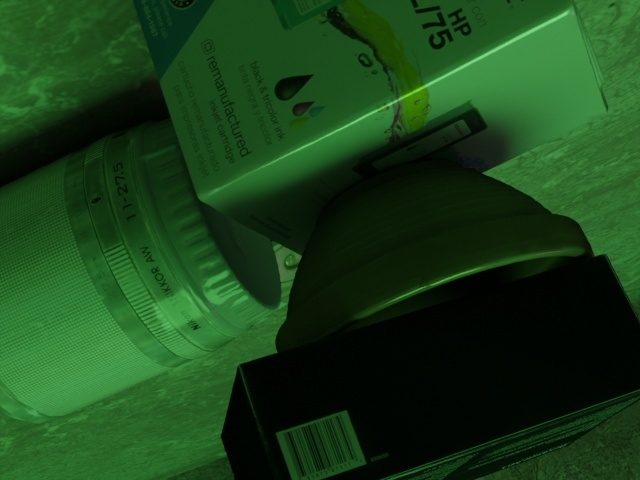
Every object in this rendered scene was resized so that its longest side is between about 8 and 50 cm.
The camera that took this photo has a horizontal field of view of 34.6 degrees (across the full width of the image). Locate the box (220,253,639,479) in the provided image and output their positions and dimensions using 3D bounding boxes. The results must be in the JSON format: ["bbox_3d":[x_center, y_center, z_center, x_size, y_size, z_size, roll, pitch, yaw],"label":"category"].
[{"bbox_3d":[0.073,0.118,0.713,0.261,0.103,0.184,-15,157,-16],"label":"box"}]

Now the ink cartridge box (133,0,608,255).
[{"bbox_3d":[0.040,-0.146,0.756,0.270,0.198,0.197,-26,159,14],"label":"ink cartridge box"}]

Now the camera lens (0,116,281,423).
[{"bbox_3d":[-0.201,0.028,0.949,0.274,0.219,0.219,-24,160,11],"label":"camera lens"}]

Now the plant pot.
[{"bbox_3d":[0.070,0.015,0.752,0.237,0.109,0.237,-18,162,-6],"label":"plant pot"}]

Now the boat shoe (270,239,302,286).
[{"bbox_3d":[0.000,0.000,1.317,0.233,0.084,0.079,-13,-162,-39],"label":"boat shoe"}]
